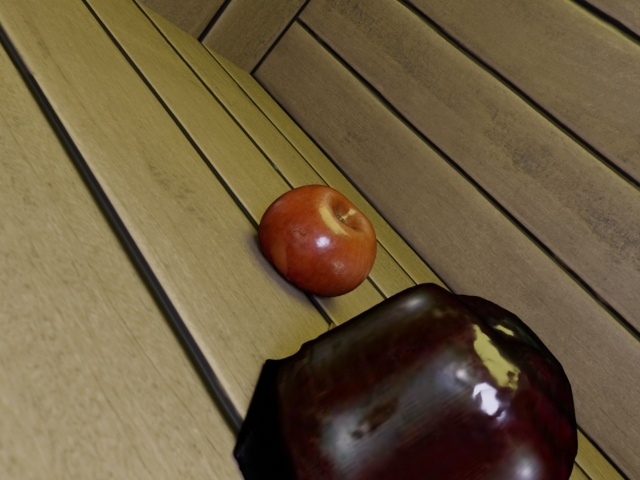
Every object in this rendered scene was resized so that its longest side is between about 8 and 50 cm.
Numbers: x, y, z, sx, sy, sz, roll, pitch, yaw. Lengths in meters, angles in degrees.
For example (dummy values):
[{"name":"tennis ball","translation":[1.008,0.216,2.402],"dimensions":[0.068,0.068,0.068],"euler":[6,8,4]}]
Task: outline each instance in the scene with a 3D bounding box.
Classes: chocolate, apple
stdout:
[{"name":"chocolate","translation":[0.139,0.223,0.632],"dimensions":[0.383,0.331,0.383],"euler":[37,20,-16]},{"name":"apple","translation":[0.000,0.000,1.073],"dimensions":[0.272,0.206,0.251],"euler":[43,19,-6]}]

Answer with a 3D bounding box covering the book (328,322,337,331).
[{"name":"book","translation":[0.056,0.239,0.944],"dimensions":[0.118,0.012,0.172],"euler":[42,17,-5]}]
